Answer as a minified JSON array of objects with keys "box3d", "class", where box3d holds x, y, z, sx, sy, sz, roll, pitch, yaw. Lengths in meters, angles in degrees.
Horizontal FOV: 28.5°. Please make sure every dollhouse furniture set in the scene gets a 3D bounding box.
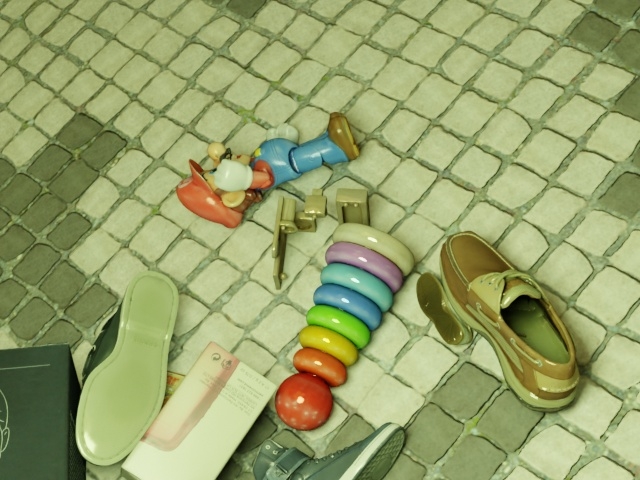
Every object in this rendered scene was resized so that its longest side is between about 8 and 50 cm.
[{"box3d":[0.000,0.000,2.067,0.151,0.144,0.123,3,63,7],"class":"dollhouse furniture set"}]

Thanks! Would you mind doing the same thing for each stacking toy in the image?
[{"box3d":[0.023,0.143,1.967,0.141,0.141,0.330,16,72,30],"class":"stacking toy"}]

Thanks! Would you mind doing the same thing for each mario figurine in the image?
[{"box3d":[-0.103,-0.148,2.165,0.320,0.198,0.170,-23,65,0],"class":"mario figurine"}]

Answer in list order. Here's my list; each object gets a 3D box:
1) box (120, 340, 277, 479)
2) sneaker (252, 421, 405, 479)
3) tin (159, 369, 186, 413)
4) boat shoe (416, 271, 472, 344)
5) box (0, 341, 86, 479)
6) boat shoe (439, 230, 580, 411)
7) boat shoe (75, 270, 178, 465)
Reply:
[{"box3d":[-0.185,0.289,1.901,0.127,0.148,0.232,35,71,1],"class":"box"},{"box3d":[0.003,0.322,1.867,0.226,0.086,0.163,-45,56,-10],"class":"sneaker"},{"box3d":[-0.260,0.263,2.043,0.189,0.040,0.106,12,67,28],"class":"tin"},{"box3d":[0.193,0.109,1.961,0.050,0.045,0.135,-41,55,26],"class":"boat shoe"},{"box3d":[-0.513,0.381,1.903,0.293,0.212,0.395,-4,55,-4],"class":"box"},{"box3d":[0.289,0.099,1.866,0.122,0.120,0.324,-18,53,-20],"class":"boat shoe"},{"box3d":[-0.318,0.214,2.013,0.127,0.113,0.340,19,57,-17],"class":"boat shoe"}]
